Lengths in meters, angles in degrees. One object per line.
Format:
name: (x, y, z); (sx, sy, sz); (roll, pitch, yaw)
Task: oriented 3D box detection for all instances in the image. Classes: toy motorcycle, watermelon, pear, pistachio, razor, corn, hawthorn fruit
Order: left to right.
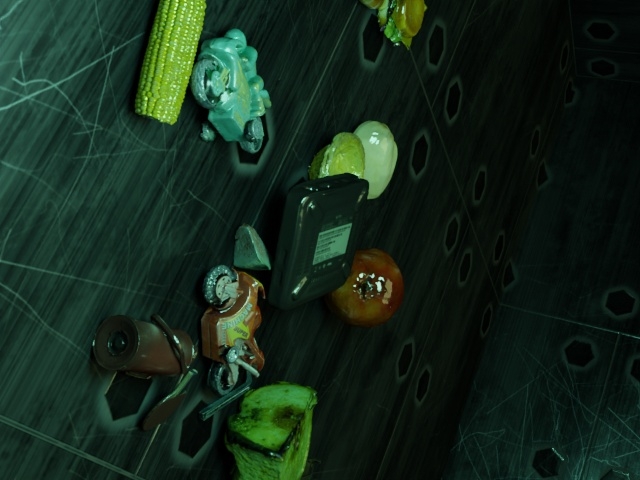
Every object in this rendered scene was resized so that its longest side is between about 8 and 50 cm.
corn: (-0.245, -0.313, 1.344); (0.081, 0.081, 0.248); (18, 84, -63)
razor: (-0.198, 0.337, 1.771); (0.190, 0.033, 0.066); (-31, 127, -54)
toy motorcycle: (-0.164, -0.282, 1.506); (0.296, 0.109, 0.198); (54, 41, -64)
toy motorcycle: (-0.178, 0.174, 1.676); (0.171, 0.089, 0.297); (-37, 134, -53)
watermelon: (-0.139, 0.024, 1.716); (0.180, 0.081, 0.094); (72, 21, -70)
pear: (-0.114, 0.481, 1.869); (0.238, 0.164, 0.255); (-57, 153, -53)
hawthorn fruit: (0.109, 0.121, 2.041); (0.299, 0.212, 0.211); (-4, 106, -89)
pistachio: (0.118, -0.208, 2.065); (0.145, 0.117, 0.200); (0, 117, -26)

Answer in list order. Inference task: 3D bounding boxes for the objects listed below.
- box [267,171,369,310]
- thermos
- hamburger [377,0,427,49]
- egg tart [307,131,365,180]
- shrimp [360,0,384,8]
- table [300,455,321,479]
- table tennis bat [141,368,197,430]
box: (0.000, 0.000, 1.809); (0.290, 0.073, 0.288); (-18, 125, -55)
thermos: (-0.298, 0.198, 1.457); (0.124, 0.099, 0.232); (-46, 154, 6)
hamburger: (0.200, -0.583, 2.069); (0.189, 0.093, 0.164); (-63, 148, -28)
egg tart: (0.034, -0.154, 1.940); (0.213, 0.090, 0.212); (-36, 132, -53)
shrimp: (0.103, -0.626, 1.905); (0.249, 0.068, 0.150); (-12, 99, -66)
table: (-0.056, 0.590, 2.099); (0.083, 0.082, 0.070); (17, 85, -63)
table tennis bat: (-0.282, 0.301, 1.535); (0.158, 0.014, 0.095); (-51, 161, 19)
